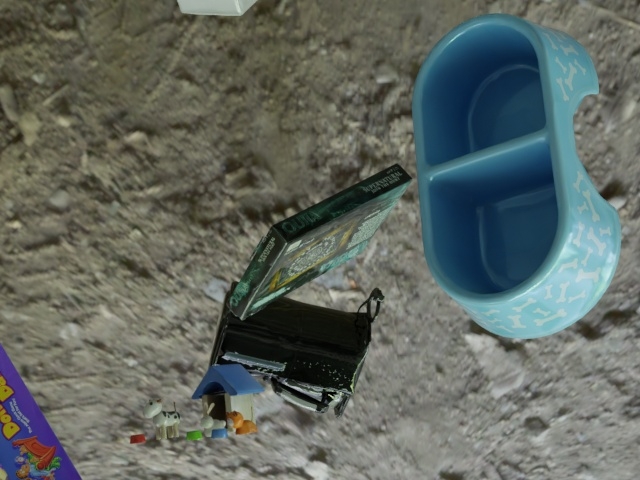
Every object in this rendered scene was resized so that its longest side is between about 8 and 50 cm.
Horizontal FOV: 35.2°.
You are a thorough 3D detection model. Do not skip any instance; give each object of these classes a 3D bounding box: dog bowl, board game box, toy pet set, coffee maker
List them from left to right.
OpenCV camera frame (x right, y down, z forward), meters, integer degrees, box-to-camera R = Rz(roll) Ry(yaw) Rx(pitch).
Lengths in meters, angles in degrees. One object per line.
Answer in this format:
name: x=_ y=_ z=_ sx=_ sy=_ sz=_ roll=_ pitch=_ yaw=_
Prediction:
board game box: x=-0.459 y=0.248 z=1.223 sx=0.078 sy=0.347 sz=0.233 roll=-34 pitch=96 yaw=-48
toy pet set: x=-0.104 y=0.151 z=0.955 sx=0.122 sy=0.114 sz=0.065 roll=-11 pitch=81 yaw=36
coffee maker: x=-0.037 y=0.113 z=1.228 sx=0.178 sy=0.120 sz=0.171 roll=16 pitch=96 yaw=-9
board game box: x=0.000 y=0.000 z=0.987 sx=0.186 sy=0.126 sz=0.026 roll=-27 pitch=69 yaw=-42
dog bowl: x=0.160 y=-0.065 z=0.885 sx=0.166 sy=0.074 sz=0.297 roll=-17 pitch=66 yaw=35

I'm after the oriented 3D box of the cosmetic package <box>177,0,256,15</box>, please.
cosmetic package: x=-0.112 y=-0.346 z=0.972 sx=0.085 sy=0.231 sz=0.117 roll=9 pitch=43 yaw=31
